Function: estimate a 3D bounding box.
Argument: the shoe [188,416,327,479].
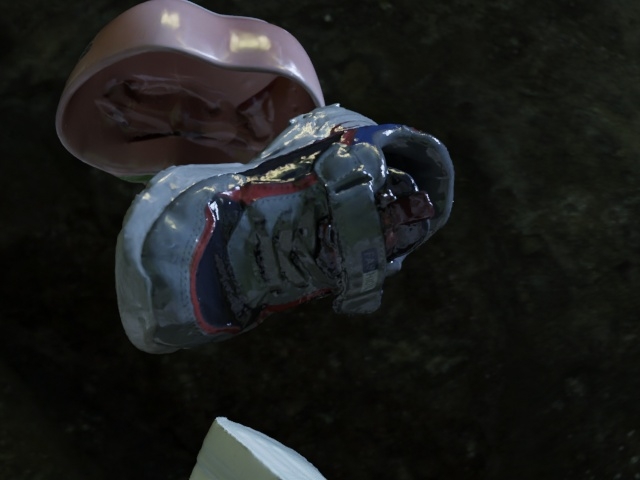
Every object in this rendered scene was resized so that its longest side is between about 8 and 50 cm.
[{"bbox_3d":[-0.012,0.272,0.860,0.363,0.131,0.160,27,-91,53],"label":"shoe"}]

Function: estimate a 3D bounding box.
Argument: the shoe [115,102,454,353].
[{"bbox_3d":[0.000,-0.001,0.610,0.125,0.227,0.099,14,-57,34],"label":"shoe"}]

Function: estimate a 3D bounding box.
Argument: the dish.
[{"bbox_3d":[-0.096,-0.120,0.904,0.213,0.213,0.091,-15,-122,28],"label":"dish"}]
